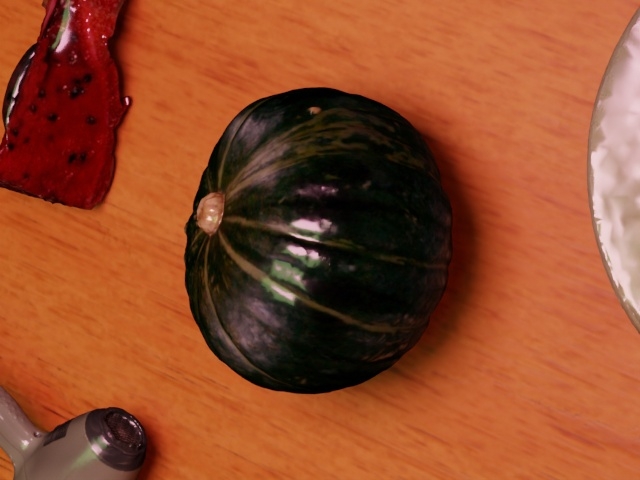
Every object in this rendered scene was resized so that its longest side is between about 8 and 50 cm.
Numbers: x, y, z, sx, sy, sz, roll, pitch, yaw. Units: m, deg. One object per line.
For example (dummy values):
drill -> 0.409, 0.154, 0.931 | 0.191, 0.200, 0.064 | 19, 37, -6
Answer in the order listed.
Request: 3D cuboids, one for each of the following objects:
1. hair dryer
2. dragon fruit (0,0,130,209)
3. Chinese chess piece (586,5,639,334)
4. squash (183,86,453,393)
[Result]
hair dryer -> -0.261, 0.187, 1.575 | 0.225, 0.088, 0.219 | 26, 119, 8
dragon fruit -> -0.218, -0.127, 1.538 | 0.092, 0.122, 0.192 | 25, 106, 40
Chinese chess piece -> 0.339, -0.044, 1.225 | 0.349, 0.146, 0.349 | 2, 94, 28
squash -> -0.004, -0.001, 1.388 | 0.172, 0.218, 0.218 | 5, 96, -14
